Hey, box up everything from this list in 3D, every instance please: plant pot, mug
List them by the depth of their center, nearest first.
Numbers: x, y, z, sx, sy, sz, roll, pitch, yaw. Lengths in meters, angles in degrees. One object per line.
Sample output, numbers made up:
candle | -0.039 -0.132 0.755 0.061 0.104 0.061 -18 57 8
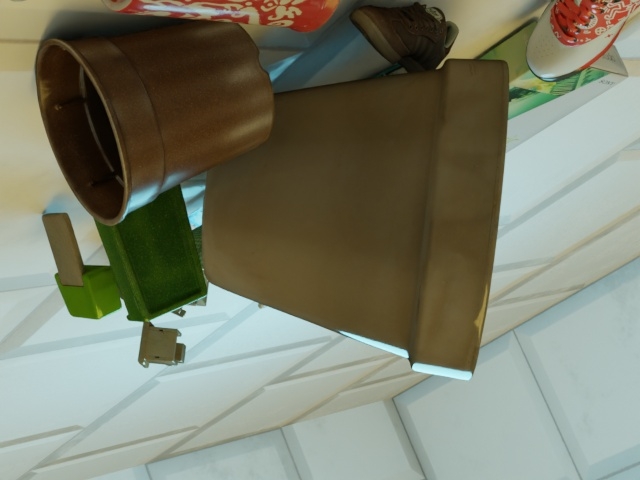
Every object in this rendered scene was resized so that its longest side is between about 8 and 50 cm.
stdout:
mug | -0.087 -0.207 0.918 0.169 0.113 0.150 -7 156 -36
plant pot | -0.141 -0.117 1.064 0.165 0.167 0.167 -22 166 -29
plant pot | 0.034 -0.035 1.217 0.280 0.323 0.323 7 164 3

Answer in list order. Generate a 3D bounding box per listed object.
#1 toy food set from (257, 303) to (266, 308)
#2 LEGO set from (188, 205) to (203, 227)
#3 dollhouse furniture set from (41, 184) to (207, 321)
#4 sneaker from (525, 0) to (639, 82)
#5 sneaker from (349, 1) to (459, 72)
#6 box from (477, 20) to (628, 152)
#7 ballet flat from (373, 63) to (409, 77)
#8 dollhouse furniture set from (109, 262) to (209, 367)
toy food set | 0.000 0.000 1.610 0.218 0.071 0.128 -17 141 -35
LEGO set | -0.089 -0.046 1.597 0.244 0.060 0.182 -30 149 21
dollhouse furniture set | -0.151 -0.031 1.405 0.301 0.151 0.197 -24 -167 -34
sneaker | 0.289 -0.271 1.265 0.145 0.090 0.270 -3 151 -49
sneaker | 0.088 -0.220 1.231 0.071 0.066 0.188 -45 164 13
box | 0.215 -0.164 1.567 0.322 0.058 0.232 -34 161 33
ballet flat | 0.038 -0.128 1.406 0.241 0.077 0.091 -27 161 15
dollhouse furniture set | -0.222 0.102 1.617 0.101 0.161 0.182 5 164 5
